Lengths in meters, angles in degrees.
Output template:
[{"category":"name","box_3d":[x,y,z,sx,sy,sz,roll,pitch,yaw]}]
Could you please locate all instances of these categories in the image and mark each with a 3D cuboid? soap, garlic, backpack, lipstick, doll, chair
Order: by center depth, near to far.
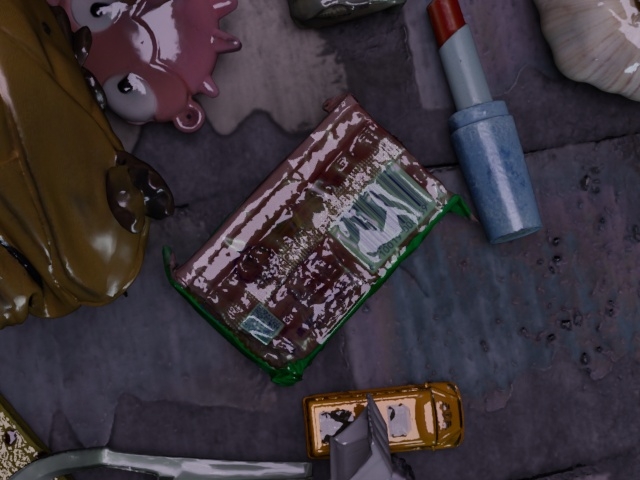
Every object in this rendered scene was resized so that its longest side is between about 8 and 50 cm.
[{"category":"backpack","box_3d":[-0.280,-0.112,1.053,0.201,0.353,0.378,-24,126,-10]},{"category":"chair","box_3d":[-0.154,0.296,1.114,0.274,0.190,0.203,0,83,6]},{"category":"soap","box_3d":[0.000,0.000,1.215,0.218,0.098,0.273,43,81,1]},{"category":"garlic","box_3d":[0.323,-0.251,1.220,0.199,0.226,0.199,0,88,-4]},{"category":"doll","box_3d":[-0.190,-0.225,1.226,0.211,0.093,0.262,-22,89,0]},{"category":"lipstick","box_3d":[0.164,-0.134,1.269,0.068,0.061,0.274,-15,81,-9]}]

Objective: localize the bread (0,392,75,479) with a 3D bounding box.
[{"category":"bread","box_3d":[-0.334,0.191,1.179,0.088,0.049,0.226,-42,88,-9]}]

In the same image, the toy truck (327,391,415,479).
[{"category":"toy truck","box_3d":[0.055,0.293,1.136,0.111,0.136,0.286,-16,107,4]}]

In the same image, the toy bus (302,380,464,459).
[{"category":"toy bus","box_3d":[0.066,0.180,1.210,0.162,0.074,0.070,-5,82,-5]}]

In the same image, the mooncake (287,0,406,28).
[{"category":"mooncake","box_3d":[0.021,-0.290,1.268,0.130,0.073,0.125,-10,81,-9]}]
